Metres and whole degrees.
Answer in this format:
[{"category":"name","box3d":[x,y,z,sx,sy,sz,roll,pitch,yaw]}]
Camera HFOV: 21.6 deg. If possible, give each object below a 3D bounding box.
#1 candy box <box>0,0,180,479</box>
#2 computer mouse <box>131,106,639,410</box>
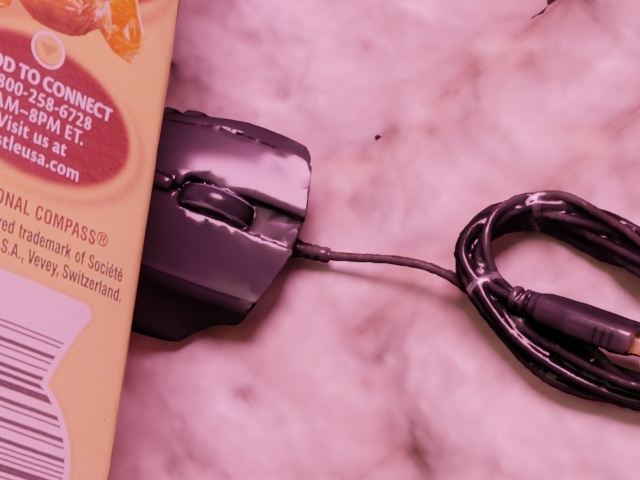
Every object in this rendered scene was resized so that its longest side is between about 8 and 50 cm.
[{"category":"candy box","box3d":[-0.132,-0.027,0.494,0.183,0.087,0.316,-18,55,42]},{"category":"computer mouse","box3d":[0.000,0.000,0.489,0.242,0.041,0.071,11,69,26]}]
